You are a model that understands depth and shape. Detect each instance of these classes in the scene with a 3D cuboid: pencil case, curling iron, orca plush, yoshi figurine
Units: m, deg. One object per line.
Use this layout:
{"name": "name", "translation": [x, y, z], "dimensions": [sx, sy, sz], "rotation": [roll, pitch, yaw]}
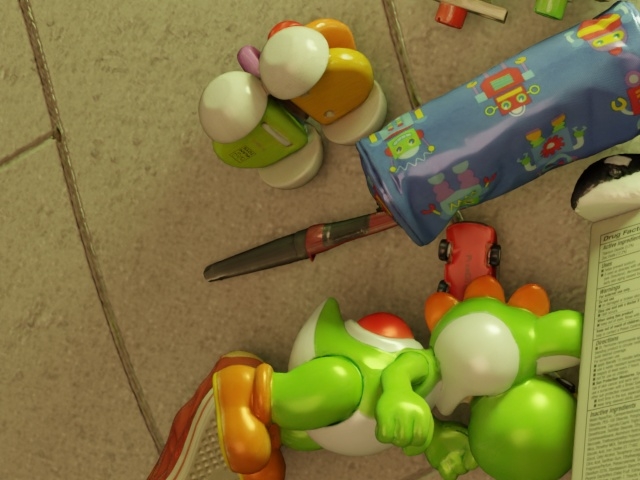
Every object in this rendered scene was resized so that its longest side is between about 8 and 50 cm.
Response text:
{"name": "pencil case", "translation": [0.188, -0.106, 1.555], "dimensions": [0.306, 0.133, 0.119], "rotation": [-27, 52, 4]}
{"name": "curling iron", "translation": [0.000, 0.000, 1.693], "dimensions": [0.274, 0.068, 0.035], "rotation": [-21, 90, 22]}
{"name": "orca plush", "translation": [0.385, -0.059, 1.552], "dimensions": [0.287, 0.151, 0.102], "rotation": [0, 64, 19]}
{"name": "yoshi figurine", "translation": [0.094, 0.172, 1.548], "dimensions": [0.362, 0.203, 0.203], "rotation": [-14, 118, 1]}

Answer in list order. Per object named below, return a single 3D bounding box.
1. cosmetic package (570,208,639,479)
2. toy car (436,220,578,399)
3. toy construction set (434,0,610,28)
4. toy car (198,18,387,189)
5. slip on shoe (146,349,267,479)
{"name": "cosmetic package", "translation": [0.321, 0.123, 1.471], "dimensions": [0.160, 0.113, 0.309], "rotation": [-19, 52, 45]}
{"name": "toy car", "translation": [0.128, 0.124, 1.666], "dimensions": [0.225, 0.053, 0.239], "rotation": [-30, 86, 17]}
{"name": "toy construction set", "translation": [0.211, -0.337, 1.550], "dimensions": [0.215, 0.151, 0.328], "rotation": [18, 109, -11]}
{"name": "toy car", "translation": [-0.036, -0.151, 1.655], "dimensions": [0.182, 0.159, 0.136], "rotation": [-35, 50, 16]}
{"name": "slip on shoe", "translation": [-0.129, 0.255, 1.734], "dimensions": [0.123, 0.101, 0.331], "rotation": [20, 115, -17]}
